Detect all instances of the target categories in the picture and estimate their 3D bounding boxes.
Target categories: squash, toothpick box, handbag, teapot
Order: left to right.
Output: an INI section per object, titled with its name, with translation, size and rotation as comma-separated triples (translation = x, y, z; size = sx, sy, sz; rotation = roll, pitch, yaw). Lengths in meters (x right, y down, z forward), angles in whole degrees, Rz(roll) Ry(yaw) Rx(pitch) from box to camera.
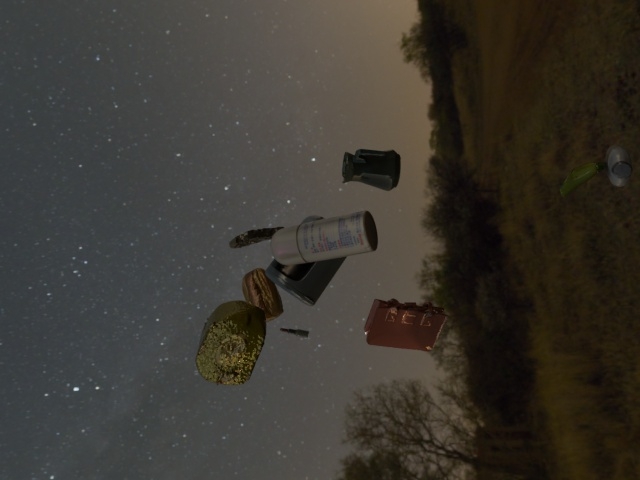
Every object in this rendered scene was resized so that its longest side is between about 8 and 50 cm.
[toothpick box]
translation = -0.022, 0.062, 1.789
size = 0.354, 0.263, 0.263
rotation = -55, -30, -6
[teapot]
translation = 0.206, -0.300, 1.838
size = 0.203, 0.226, 0.170
rotation = 103, 169, -63
[handbag]
translation = 0.246, 0.245, 1.318
size = 0.059, 0.213, 0.157
rotation = -94, 14, -57
[squash]
translation = 1.034, -0.262, 1.792
size = 0.090, 0.200, 0.075
rotation = 27, -151, -53

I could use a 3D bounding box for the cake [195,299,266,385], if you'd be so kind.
[cake]
translation = -0.277, 0.311, 1.385
size = 0.156, 0.179, 0.260
rotation = -112, 41, -66

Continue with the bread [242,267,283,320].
[bread]
translation = -0.247, 0.227, 1.889
size = 0.106, 0.140, 0.236
rotation = 70, 174, -66

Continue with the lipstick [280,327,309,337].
[lipstick]
translation = -0.098, 0.340, 1.667
size = 0.025, 0.107, 0.025
rotation = 121, 159, -67

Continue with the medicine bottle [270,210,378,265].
[medicine bottle]
translation = 0.000, 0.000, 1.420
size = 0.130, 0.342, 0.130
rotation = -11, -90, -68

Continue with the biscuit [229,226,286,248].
[biscuit]
translation = -0.251, -0.008, 1.674
size = 0.290, 0.141, 0.038
rotation = -14, -99, -61

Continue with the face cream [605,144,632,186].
[face cream]
translation = 1.056, -0.263, 1.592
size = 0.291, 0.071, 0.143
rotation = -24, -72, -58
